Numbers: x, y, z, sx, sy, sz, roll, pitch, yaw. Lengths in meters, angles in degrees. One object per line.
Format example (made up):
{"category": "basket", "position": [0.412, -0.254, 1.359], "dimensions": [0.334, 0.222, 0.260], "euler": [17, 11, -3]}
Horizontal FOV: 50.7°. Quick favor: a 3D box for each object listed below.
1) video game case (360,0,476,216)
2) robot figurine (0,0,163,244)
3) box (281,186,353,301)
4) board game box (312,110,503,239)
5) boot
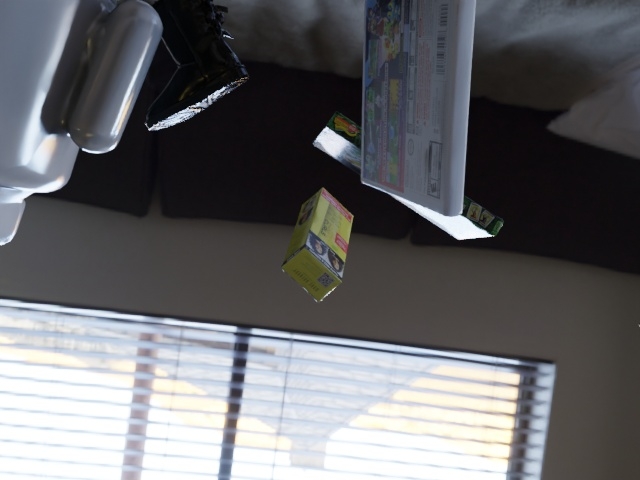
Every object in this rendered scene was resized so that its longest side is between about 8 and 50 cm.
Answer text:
{"category": "video game case", "position": [0.089, -0.140, 0.670], "dimensions": [0.023, 0.201, 0.183], "euler": [-6, -163, -21]}
{"category": "robot figurine", "position": [-0.284, -0.175, 0.566], "dimensions": [0.300, 0.353, 0.200], "euler": [20, -177, 6]}
{"category": "box", "position": [0.000, 0.000, 1.127], "dimensions": [0.087, 0.058, 0.232], "euler": [43, -156, -14]}
{"category": "board game box", "position": [0.112, -0.081, 0.917], "dimensions": [0.259, 0.030, 0.136], "euler": [32, 172, -7]}
{"category": "boot", "position": [-0.130, -0.169, 0.621], "dimensions": [0.121, 0.099, 0.045], "euler": [-26, -177, 22]}
